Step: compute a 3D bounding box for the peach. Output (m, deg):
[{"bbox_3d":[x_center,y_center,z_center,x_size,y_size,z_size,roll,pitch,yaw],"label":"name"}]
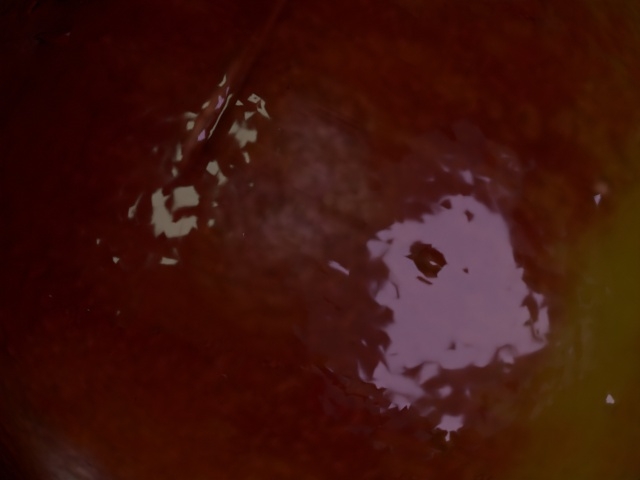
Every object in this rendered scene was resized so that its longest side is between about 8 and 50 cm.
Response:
[{"bbox_3d":[0.000,0.000,0.852,0.370,0.370,0.370,-13,110,-42],"label":"peach"}]
